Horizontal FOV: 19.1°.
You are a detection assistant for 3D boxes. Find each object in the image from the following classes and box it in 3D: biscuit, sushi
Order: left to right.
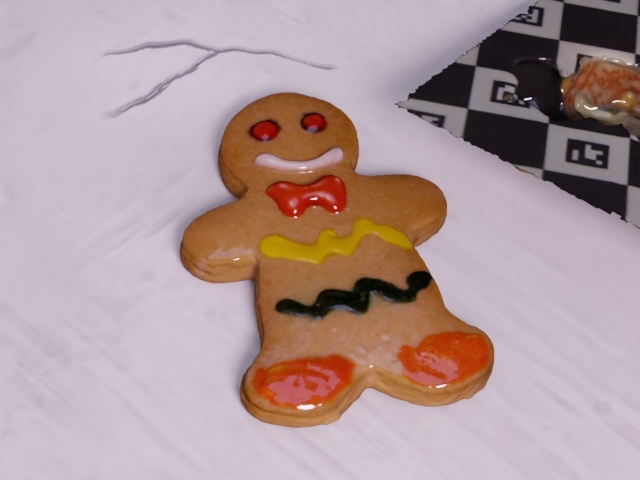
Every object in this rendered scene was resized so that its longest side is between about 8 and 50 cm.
[{"bbox_3d":[0.000,0.000,1.132,0.165,0.036,0.250,-9,50,-9],"label":"biscuit"},{"bbox_3d":[0.226,-0.055,1.169,0.290,0.050,0.264,27,41,24],"label":"sushi"}]
